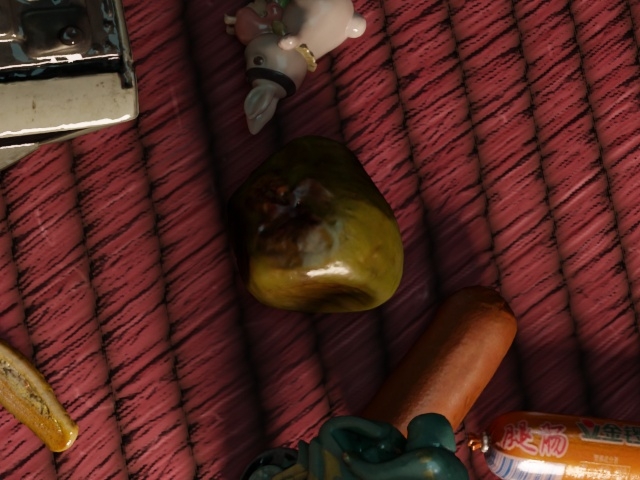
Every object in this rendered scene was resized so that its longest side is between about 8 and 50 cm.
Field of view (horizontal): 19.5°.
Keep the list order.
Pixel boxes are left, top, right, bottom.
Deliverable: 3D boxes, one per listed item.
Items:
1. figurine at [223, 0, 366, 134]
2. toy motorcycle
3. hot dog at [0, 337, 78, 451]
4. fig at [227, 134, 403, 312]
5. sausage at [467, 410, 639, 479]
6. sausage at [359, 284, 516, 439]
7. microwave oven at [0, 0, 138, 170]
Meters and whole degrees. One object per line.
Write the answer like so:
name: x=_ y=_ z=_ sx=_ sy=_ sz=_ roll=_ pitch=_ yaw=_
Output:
figurine: x=-0.040 y=-0.171 z=1.670 sx=0.146 sy=0.081 sz=0.098 roll=-45 pitch=51 yaw=-12
toy motorcycle: x=0.059 y=0.243 z=1.532 sx=0.198 sy=0.109 sz=0.296 roll=-47 pitch=51 yaw=7
hot dog: x=-0.256 y=0.122 z=1.577 sx=0.137 sy=0.028 sz=0.044 roll=44 pitch=99 yaw=-3
fig: x=0.000 y=0.000 z=1.617 sx=0.165 sy=0.144 sz=0.154 roll=37 pitch=37 yaw=-16
sausage: x=0.244 y=0.194 z=1.682 sx=0.234 sy=0.071 sz=0.071 roll=7 pitch=80 yaw=-15
sausage: x=0.105 y=0.124 z=1.654 sx=0.076 sy=0.076 sz=0.197 roll=40 pitch=72 yaw=-7
microwave oven: x=-0.373 y=-0.204 z=1.462 sx=0.394 sy=0.247 sz=0.333 roll=-8 pitch=85 yaw=-23
